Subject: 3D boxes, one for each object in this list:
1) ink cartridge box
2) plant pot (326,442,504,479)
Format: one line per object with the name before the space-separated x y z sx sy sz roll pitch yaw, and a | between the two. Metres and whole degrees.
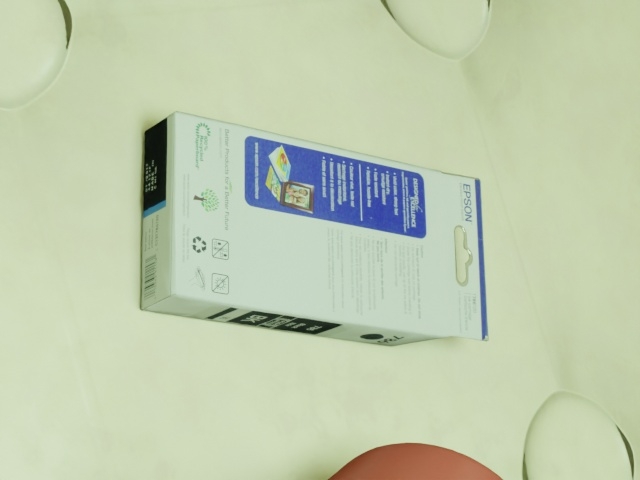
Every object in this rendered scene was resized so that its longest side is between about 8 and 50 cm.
ink cartridge box | 0.000 0.000 1.458 0.332 0.065 0.165 11 68 -32
plant pot | 0.052 0.299 1.268 0.275 0.275 0.243 54 33 -9
